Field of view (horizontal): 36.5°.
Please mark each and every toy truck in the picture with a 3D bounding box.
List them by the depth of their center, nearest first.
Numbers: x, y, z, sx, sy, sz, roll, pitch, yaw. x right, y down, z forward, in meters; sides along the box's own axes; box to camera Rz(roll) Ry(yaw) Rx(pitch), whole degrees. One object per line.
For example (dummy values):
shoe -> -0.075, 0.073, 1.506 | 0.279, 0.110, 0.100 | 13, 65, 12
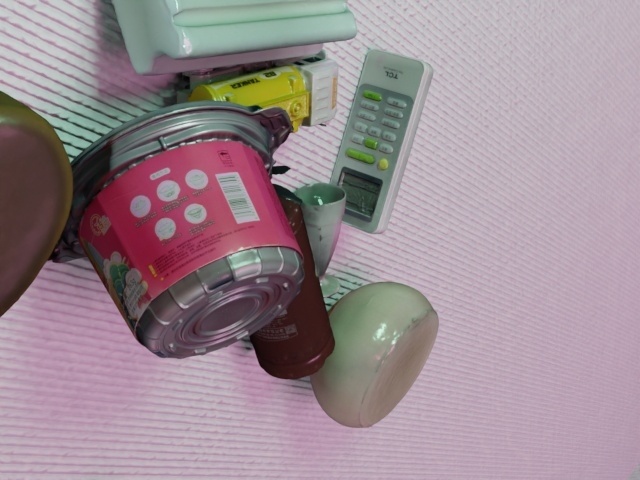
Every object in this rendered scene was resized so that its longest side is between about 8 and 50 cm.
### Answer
toy truck -> -0.072, -0.164, 1.144 | 0.227, 0.114, 0.098 | -25, 127, -43

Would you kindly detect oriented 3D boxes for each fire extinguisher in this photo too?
fire extinguisher -> -0.056, 0.032, 1.257 | 0.114, 0.135, 0.337 | -55, 143, -38

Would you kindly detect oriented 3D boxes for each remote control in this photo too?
remote control -> 0.080, -0.138, 1.364 | 0.034, 0.103, 0.250 | 1, 109, -55

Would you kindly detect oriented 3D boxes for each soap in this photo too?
soap -> -0.091, -0.272, 1.038 | 0.265, 0.088, 0.159 | -19, 93, -46

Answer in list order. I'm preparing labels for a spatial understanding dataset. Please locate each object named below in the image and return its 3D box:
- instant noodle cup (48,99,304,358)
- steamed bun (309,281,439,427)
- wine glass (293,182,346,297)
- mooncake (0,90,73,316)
instant noodle cup -> -0.130, 0.006, 1.003 | 0.302, 0.181, 0.258 | -33, 156, 9
steamed bun -> 0.066, 0.161, 1.468 | 0.232, 0.145, 0.231 | -44, 153, -29
wine glass -> 0.000, 0.000, 1.365 | 0.073, 0.073, 0.155 | -31, 132, -40
mooncake -> -0.344, -0.024, 0.870 | 0.235, 0.117, 0.234 | -29, 132, -38
